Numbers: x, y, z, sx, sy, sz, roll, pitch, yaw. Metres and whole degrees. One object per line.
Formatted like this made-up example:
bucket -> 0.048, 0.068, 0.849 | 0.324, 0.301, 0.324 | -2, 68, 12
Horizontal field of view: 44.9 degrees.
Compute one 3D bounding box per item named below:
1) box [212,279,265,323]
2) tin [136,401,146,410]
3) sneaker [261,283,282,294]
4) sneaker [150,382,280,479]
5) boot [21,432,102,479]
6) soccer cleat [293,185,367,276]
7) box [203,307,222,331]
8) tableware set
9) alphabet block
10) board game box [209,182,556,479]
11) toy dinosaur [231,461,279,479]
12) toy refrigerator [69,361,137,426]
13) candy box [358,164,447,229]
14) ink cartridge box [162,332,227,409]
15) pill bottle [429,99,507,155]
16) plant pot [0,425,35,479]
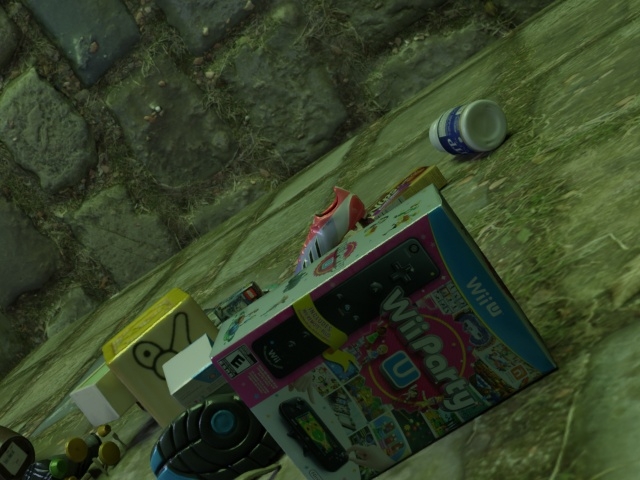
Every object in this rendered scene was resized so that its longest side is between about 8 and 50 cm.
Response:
box -> -0.120, 0.153, 1.433 | 0.094, 0.137, 0.027 | -33, 13, 14
tin -> -0.339, 0.320, 1.663 | 0.106, 0.040, 0.189 | -48, 16, -26
sneaker -> -0.078, 0.138, 1.512 | 0.223, 0.083, 0.098 | -24, 23, 43
sneaker -> -0.085, 0.243, 1.117 | 0.340, 0.125, 0.139 | -32, -2, -9
boot -> -0.526, 0.486, 1.509 | 0.246, 0.083, 0.161 | -48, -13, 23
soccer cleat -> 0.000, 0.000, 1.666 | 0.248, 0.095, 0.083 | -53, 13, 3
box -> -0.269, 0.228, 1.757 | 0.183, 0.056, 0.231 | -44, 15, -27
tableware set -> -0.439, 0.408, 1.460 | 0.024, 0.104, 0.154 | -30, 13, 33
alphabet block -> -0.267, 0.225, 1.438 | 0.192, 0.197, 0.193 | -40, 13, -15
board game box -> 0.065, 0.116, 0.863 | 0.303, 0.224, 0.097 | -35, 12, 12
toy dinosaur -> -0.157, 0.365, 0.958 | 0.268, 0.064, 0.118 | -36, 5, -10
toy refrigerator -> -0.377, 0.251, 1.588 | 0.102, 0.094, 0.269 | -25, 14, 40
candy box -> 0.175, -0.087, 1.693 | 0.186, 0.053, 0.109 | -39, 13, -12
ink cartridge box -> -0.176, 0.246, 1.277 | 0.092, 0.143, 0.090 | -37, 30, -2
pill bottle -> 0.322, -0.247, 1.730 | 0.112, 0.112, 0.186 | -40, 12, -14
plant pot -> -0.806, 0.529, 1.862 | 0.230, 0.215, 0.215 | -12, 24, 31
